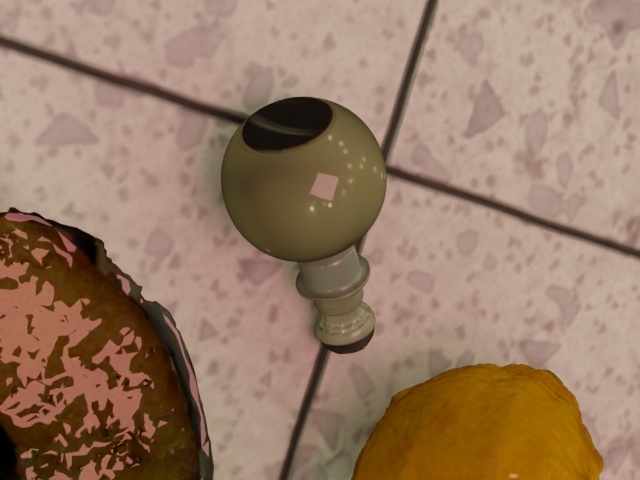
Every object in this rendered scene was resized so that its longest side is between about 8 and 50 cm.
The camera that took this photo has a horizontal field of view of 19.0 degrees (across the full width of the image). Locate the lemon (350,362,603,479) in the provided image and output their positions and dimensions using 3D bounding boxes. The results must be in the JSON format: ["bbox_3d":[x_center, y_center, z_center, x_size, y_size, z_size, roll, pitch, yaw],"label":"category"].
[{"bbox_3d":[0.091,0.145,1.109,0.142,0.142,0.187,52,55,-28],"label":"lemon"}]

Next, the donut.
[{"bbox_3d":[-0.189,0.111,0.962,0.272,0.107,0.272,-4,97,-32],"label":"donut"}]

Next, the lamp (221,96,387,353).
[{"bbox_3d":[0.000,0.000,1.068,0.091,0.091,0.163,-32,129,-22],"label":"lamp"}]
